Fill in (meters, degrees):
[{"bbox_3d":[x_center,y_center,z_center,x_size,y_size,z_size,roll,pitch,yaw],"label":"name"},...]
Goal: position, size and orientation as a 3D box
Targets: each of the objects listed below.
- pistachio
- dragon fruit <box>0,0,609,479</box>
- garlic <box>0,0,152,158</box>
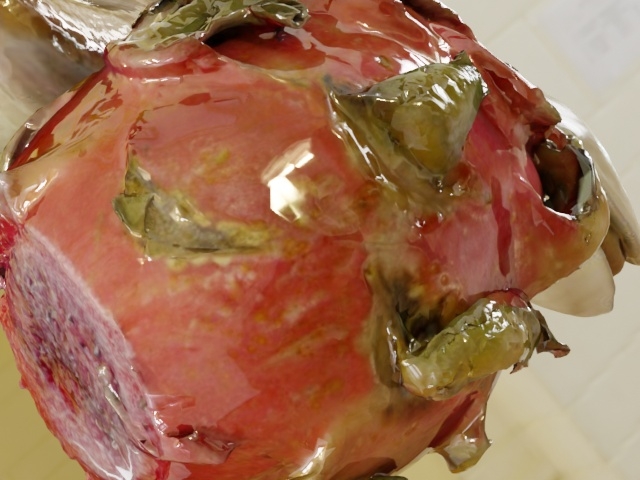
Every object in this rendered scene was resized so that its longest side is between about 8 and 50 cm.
[{"bbox_3d":[0.143,-0.032,1.144,0.126,0.223,0.152,-57,24,-17],"label":"pistachio"},{"bbox_3d":[0.000,0.000,0.768,0.291,0.269,0.250,-27,-15,-31],"label":"dragon fruit"},{"bbox_3d":[-0.158,-0.100,0.924,0.115,0.128,0.207,-51,-11,23],"label":"garlic"}]
